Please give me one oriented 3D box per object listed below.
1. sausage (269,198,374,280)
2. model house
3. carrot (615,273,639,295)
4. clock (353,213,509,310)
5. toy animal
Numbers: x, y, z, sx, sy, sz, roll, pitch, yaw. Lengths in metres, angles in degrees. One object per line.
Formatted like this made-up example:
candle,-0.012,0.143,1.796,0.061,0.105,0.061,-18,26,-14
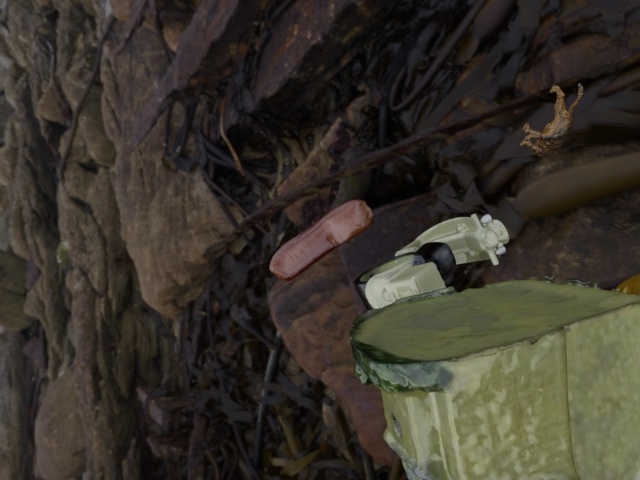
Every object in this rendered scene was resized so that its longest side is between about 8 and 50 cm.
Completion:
sausage,0.000,0.000,1.158,0.300,0.083,0.089,-34,82,12
model house,0.210,0.203,0.562,0.261,0.321,0.266,178,79,-78
carrot,0.655,0.199,0.817,0.114,0.114,0.302,-46,71,32
clock,0.255,0.044,1.038,0.276,0.379,0.120,-19,101,57
toy animal,0.601,-0.292,1.174,0.116,0.255,0.114,22,71,8
